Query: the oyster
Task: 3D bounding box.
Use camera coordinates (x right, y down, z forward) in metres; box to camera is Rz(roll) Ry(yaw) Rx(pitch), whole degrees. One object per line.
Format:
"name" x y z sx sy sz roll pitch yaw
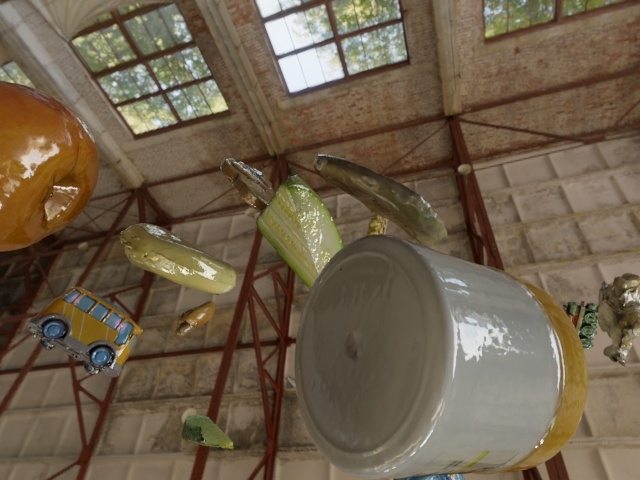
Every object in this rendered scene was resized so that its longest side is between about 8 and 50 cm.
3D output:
"oyster" 0.516 0.137 0.686 0.081 0.163 0.191 -2 -174 29

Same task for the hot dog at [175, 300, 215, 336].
"hot dog" -0.341 0.213 1.117 0.089 0.060 0.140 -26 178 15

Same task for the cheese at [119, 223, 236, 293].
"cheese" -0.404 0.046 1.134 0.259 0.316 0.128 16 -97 40

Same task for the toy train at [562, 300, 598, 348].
"toy train" 0.839 0.278 1.341 0.118 0.176 0.074 10 -157 30

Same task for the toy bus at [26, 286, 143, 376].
"toy bus" -0.501 0.197 0.892 0.126 0.209 0.136 -36 -159 50

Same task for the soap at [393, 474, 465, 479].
"soap" 0.289 0.623 0.982 0.156 0.293 0.077 -27 -167 -5

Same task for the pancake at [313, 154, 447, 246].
"pancake" 0.102 -0.072 0.721 0.294 0.294 0.049 35 -87 44

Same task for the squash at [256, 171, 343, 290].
"squash" 0.000 0.000 0.939 0.111 0.289 0.203 -42 179 -38

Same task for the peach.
"peach" -0.622 -0.147 0.774 0.301 0.343 0.343 31 -124 -4

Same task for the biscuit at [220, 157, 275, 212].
"biscuit" -0.182 -0.157 1.124 0.047 0.183 0.320 -45 -174 9

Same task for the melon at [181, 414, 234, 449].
"melon" -0.233 0.401 0.827 0.114 0.262 0.053 30 -113 7

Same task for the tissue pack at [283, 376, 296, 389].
"tissue pack" -0.025 0.488 1.273 0.122 0.193 0.026 9 -129 43

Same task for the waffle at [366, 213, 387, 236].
"waffle" 0.174 0.014 1.193 0.051 0.194 0.149 -3 -158 27

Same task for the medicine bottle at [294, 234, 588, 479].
"medicine bottle" 0.123 0.132 0.463 0.238 0.232 0.238 -32 -130 49
